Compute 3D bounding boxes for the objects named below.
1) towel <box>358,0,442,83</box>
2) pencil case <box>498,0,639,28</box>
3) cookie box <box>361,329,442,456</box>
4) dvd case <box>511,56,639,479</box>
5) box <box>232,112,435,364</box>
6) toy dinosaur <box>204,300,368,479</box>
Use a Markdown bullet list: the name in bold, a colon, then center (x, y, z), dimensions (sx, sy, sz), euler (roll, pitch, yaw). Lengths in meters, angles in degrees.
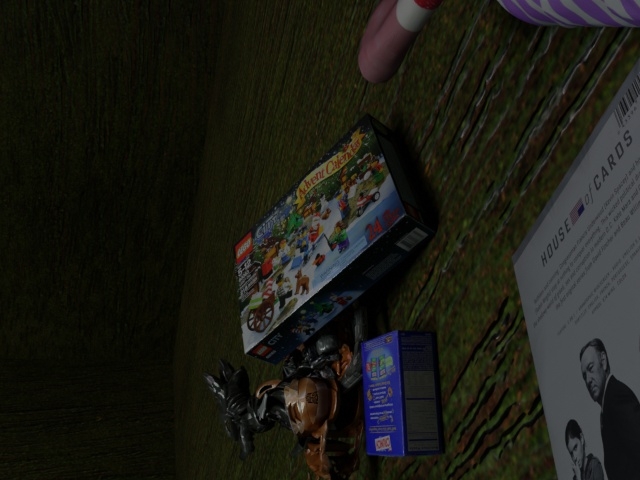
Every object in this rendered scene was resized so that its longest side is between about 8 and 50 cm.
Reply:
- **towel**: center (0.121, -0.264, 0.381), dimensions (0.237, 0.037, 0.329), euler (-66, 7, -27)
- **pencil case**: center (0.158, -0.139, 0.312), dimensions (0.206, 0.088, 0.086), euler (-128, 53, -65)
- **cookie box**: center (0.072, 0.142, 0.626), dimensions (0.092, 0.040, 0.107), euler (138, 133, -67)
- **dvd case**: center (0.153, 0.050, 0.315), dimensions (0.179, 0.030, 0.238), euler (106, 169, -50)
- **box**: center (0.000, 0.000, 0.709), dimensions (0.233, 0.044, 0.159), euler (-43, 40, 26)
- **toy dinosaur**: center (-0.017, 0.171, 0.758), dimensions (0.218, 0.164, 0.322), euler (-28, 37, 52)
